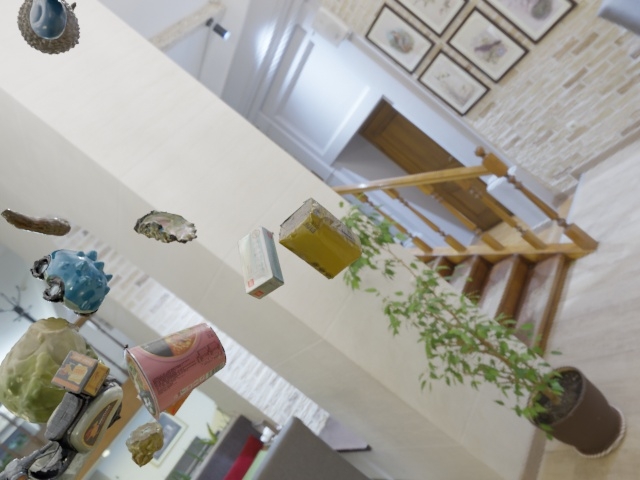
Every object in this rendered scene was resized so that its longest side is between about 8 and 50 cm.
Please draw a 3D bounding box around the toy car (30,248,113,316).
[{"bbox_3d":[-0.803,0.120,1.542,0.190,0.255,0.188,-45,-35,-7],"label":"toy car"}]

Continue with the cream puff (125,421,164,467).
[{"bbox_3d":[-0.651,0.766,1.747,0.147,0.116,0.146,-12,12,3],"label":"cream puff"}]

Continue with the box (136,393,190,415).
[{"bbox_3d":[-0.533,0.504,1.735,0.221,0.091,0.273,-11,35,52],"label":"box"}]

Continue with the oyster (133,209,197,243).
[{"bbox_3d":[-0.676,-0.054,2.036,0.092,0.260,0.198,-62,40,24],"label":"oyster"}]

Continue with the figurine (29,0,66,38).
[{"bbox_3d":[-0.606,-0.695,1.120,0.417,0.242,0.298,-26,-19,30],"label":"figurine"}]

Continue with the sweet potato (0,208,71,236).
[{"bbox_3d":[-0.998,-0.058,1.647,0.075,0.075,0.273,-51,-18,7],"label":"sweet potato"}]

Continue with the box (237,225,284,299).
[{"bbox_3d":[-0.232,0.080,1.796,0.135,0.079,0.269,-33,50,18],"label":"box"}]

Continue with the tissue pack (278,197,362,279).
[{"bbox_3d":[0.000,0.000,1.742,0.192,0.271,0.134,-40,26,27],"label":"tissue pack"}]

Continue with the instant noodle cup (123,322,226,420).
[{"bbox_3d":[-0.440,0.381,1.436,0.255,0.243,0.244,-26,-13,-35],"label":"instant noodle cup"}]

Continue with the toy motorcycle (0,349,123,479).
[{"bbox_3d":[-0.440,0.337,0.788,0.157,0.091,0.262,76,-147,-56],"label":"toy motorcycle"}]

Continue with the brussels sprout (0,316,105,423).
[{"bbox_3d":[-0.820,0.405,1.411,0.243,0.316,0.274,14,41,37],"label":"brussels sprout"}]

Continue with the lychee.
[{"bbox_3d":[-0.784,-0.639,1.365,0.197,0.165,0.165,-47,0,-33],"label":"lychee"}]
